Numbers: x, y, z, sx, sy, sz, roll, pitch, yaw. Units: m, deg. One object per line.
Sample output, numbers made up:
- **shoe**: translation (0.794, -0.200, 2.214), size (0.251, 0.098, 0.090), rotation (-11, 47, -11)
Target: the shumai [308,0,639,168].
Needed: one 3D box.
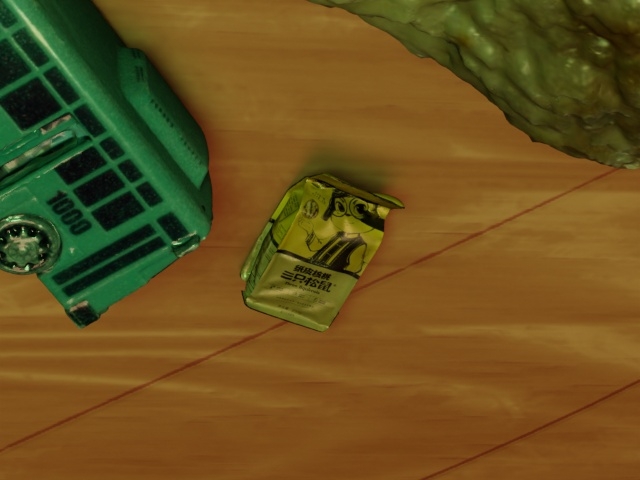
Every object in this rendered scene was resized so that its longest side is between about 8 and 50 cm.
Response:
- **shumai**: translation (0.083, -0.159, 1.127), size (0.262, 0.267, 0.314), rotation (-14, 124, 0)

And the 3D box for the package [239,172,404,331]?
- **package**: translation (0.000, 0.000, 1.391), size (0.071, 0.047, 0.131), rotation (18, 123, -19)

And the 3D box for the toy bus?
- **toy bus**: translation (-0.177, -0.080, 1.247), size (0.147, 0.128, 0.256), rotation (-28, 126, 13)
